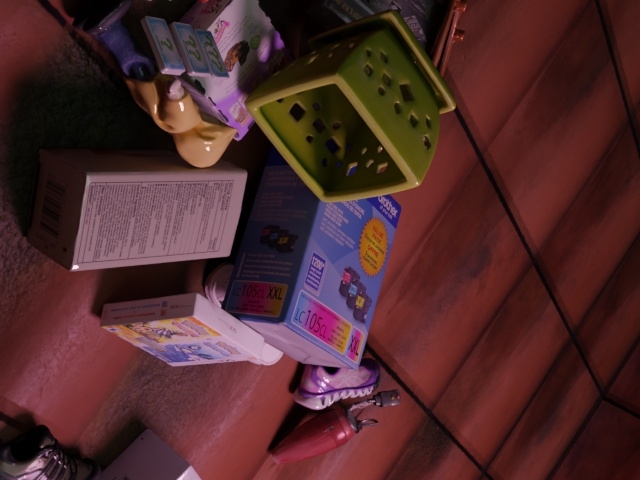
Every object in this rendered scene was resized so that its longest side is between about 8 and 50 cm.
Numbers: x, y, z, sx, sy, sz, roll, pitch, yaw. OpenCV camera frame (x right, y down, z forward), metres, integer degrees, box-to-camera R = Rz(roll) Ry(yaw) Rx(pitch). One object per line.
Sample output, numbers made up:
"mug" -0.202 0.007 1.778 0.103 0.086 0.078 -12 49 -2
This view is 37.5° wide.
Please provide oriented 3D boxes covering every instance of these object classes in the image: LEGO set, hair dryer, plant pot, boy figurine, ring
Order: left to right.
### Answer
"boy figurine" -0.219 -0.215 1.320 0.092 0.177 0.285 -45 121 -8
"LEGO set" -0.196 -0.343 1.282 0.182 0.060 0.244 -14 81 -66
"hair dryer" 0.031 0.421 2.031 0.294 0.080 0.223 -12 153 -27
"plant pot" 0.060 -0.216 1.465 0.228 0.227 0.207 50 57 -26
"ring" 0.235 -0.342 1.753 0.336 0.032 0.336 17 90 -82

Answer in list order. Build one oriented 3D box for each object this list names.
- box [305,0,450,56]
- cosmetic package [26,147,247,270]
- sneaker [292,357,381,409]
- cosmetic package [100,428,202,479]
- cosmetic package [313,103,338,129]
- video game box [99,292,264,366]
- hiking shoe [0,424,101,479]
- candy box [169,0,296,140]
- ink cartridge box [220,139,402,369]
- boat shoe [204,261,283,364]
"box" 0.103 -0.397 1.591 0.231 0.056 0.183 32 70 -31
"cosmetic package" -0.270 -0.053 1.411 0.296 0.129 0.153 -3 112 -47
"sneaker" 0.044 0.278 2.001 0.236 0.095 0.104 -11 111 -44
"cosmetic package" -0.310 0.507 1.693 0.224 0.138 0.224 -45 140 -21
"cosmetic package" 0.082 -0.300 1.688 0.238 0.107 0.127 -28 130 -32
"video game box" -0.223 0.151 1.544 0.205 0.187 0.048 42 45 -51
"hiking shoe" -0.435 0.354 1.500 0.227 0.086 0.114 12 105 -50
"candy box" -0.142 -0.283 1.467 0.165 0.070 0.196 -52 141 -12
"ink cartridge box" 0.000 0.000 1.675 0.270 0.151 0.395 39 60 -51
"boat shoe" -0.121 0.156 1.729 0.098 0.096 0.277 -48 140 -18
